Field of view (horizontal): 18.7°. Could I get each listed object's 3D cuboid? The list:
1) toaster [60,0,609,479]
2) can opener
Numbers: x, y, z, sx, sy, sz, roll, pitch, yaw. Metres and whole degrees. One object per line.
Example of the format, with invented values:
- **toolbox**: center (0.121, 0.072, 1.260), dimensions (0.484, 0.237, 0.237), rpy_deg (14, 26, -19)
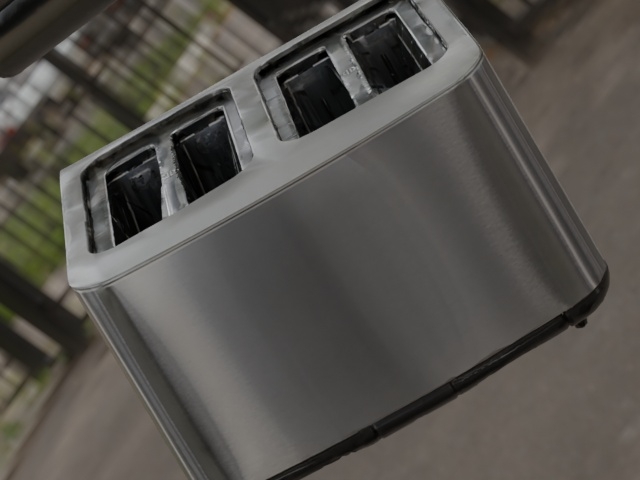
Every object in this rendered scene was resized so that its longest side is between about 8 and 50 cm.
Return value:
- **toaster**: center (0.000, 0.000, 0.706), dimensions (0.168, 0.110, 0.185), rpy_deg (-30, 23, 4)
- **can opener**: center (-0.174, -0.140, 1.021), dimensions (0.283, 0.076, 0.095), rpy_deg (-22, 55, 56)
